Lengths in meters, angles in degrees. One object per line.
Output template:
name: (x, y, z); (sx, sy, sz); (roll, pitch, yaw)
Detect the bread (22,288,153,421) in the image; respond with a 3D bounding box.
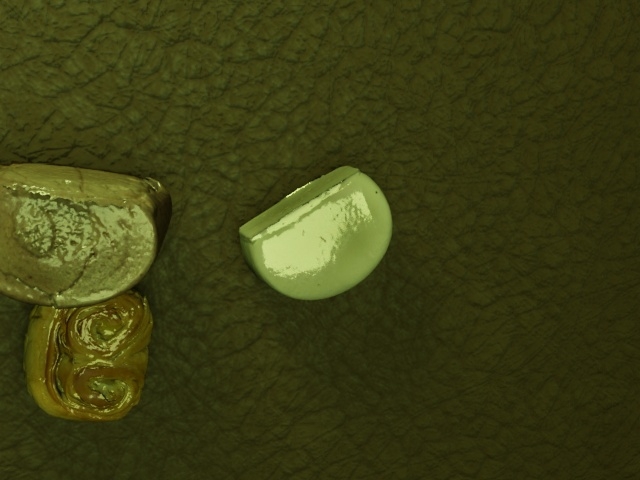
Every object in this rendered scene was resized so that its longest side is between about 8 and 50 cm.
bread: (-0.372, 0.172, 1.816); (0.198, 0.120, 0.236); (6, 101, -17)

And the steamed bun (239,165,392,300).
steamed bun: (0.000, 0.000, 1.852); (0.242, 0.146, 0.164); (-33, 106, -6)

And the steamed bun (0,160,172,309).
steamed bun: (-0.381, -0.004, 1.701); (0.301, 0.251, 0.199); (8, 100, -7)
